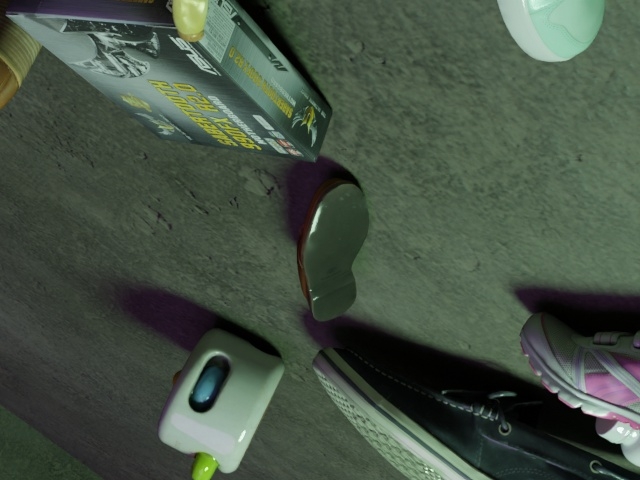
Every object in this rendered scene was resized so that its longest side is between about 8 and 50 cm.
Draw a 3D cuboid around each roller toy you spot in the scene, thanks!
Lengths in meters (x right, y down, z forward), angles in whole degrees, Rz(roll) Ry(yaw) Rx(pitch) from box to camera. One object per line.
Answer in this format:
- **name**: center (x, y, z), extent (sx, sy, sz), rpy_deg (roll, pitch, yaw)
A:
- **roller toy**: center (-0.152, 0.233, 1.429), extent (0.146, 0.209, 0.191), rpy_deg (26, 114, 2)

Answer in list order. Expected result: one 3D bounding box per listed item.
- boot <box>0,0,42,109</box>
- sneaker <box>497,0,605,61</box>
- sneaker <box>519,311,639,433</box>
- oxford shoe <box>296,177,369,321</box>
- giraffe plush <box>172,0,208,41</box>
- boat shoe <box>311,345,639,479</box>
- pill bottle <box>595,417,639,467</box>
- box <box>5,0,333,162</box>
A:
- **boot**: center (-0.423, -0.152, 0.960), extent (0.284, 0.220, 0.109), rpy_deg (13, 150, 26)
- **sneaker**: center (0.177, -0.179, 0.502), extent (0.151, 0.094, 0.256), rpy_deg (22, 151, 24)
- **sneaker**: center (0.315, 0.127, 0.933), extent (0.252, 0.111, 0.103), rpy_deg (31, -162, 30)
- **oxford shoe**: center (0.000, 0.000, 1.021), extent (0.076, 0.076, 0.212), rpy_deg (59, 157, 32)
- **giraffe plush**: center (-0.091, -0.247, 0.575), extent (0.210, 0.170, 0.181), rpy_deg (36, 168, 31)
- **boat shoe**: center (0.210, 0.261, 1.198), extent (0.500, 0.156, 0.186), rpy_deg (29, 160, 23)
- **pill bottle**: center (0.382, 0.216, 1.024), extent (0.160, 0.087, 0.087), rpy_deg (28, 153, -2)
- **box**: center (-0.119, -0.148, 0.811), extent (0.183, 0.056, 0.231), rpy_deg (11, 164, 28)
